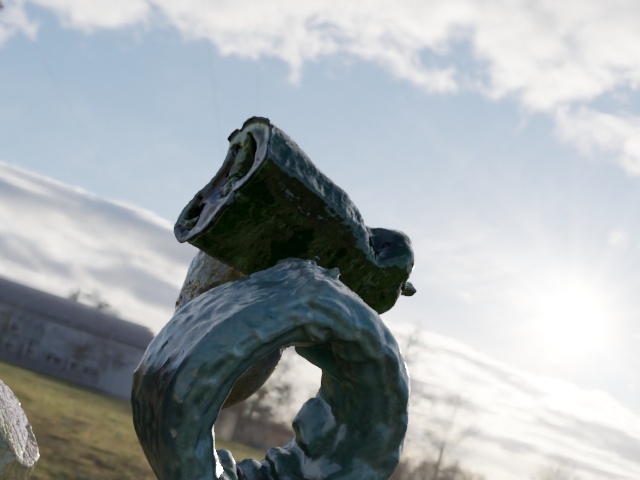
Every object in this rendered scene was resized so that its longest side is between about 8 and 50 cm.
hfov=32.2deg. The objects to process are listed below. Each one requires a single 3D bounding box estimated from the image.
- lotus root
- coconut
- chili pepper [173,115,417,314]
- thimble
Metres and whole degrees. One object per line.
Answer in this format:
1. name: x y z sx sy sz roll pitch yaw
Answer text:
1. lotus root: -0.108 0.095 1.505 0.175 0.349 0.175 20 -10 4
2. coconut: -0.403 0.228 1.206 0.153 0.147 0.147 -25 -18 3
3. chili pepper: 0.000 0.000 1.088 0.270 0.136 0.099 32 -7 -39
4. thimble: -0.038 0.125 0.874 0.198 0.235 0.143 21 1 -21
